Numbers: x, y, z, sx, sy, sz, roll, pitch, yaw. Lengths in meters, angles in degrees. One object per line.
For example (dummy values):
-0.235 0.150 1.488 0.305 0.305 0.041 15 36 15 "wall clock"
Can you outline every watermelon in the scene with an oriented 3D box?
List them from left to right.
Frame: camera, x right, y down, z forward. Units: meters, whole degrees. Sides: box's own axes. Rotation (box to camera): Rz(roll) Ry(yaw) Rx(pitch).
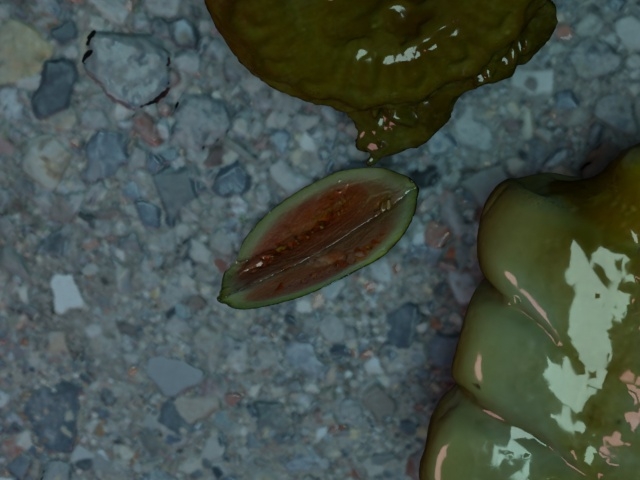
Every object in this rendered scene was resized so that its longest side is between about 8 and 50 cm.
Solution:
-0.004 -0.009 0.645 0.163 0.087 0.069 -29 70 8 "watermelon"

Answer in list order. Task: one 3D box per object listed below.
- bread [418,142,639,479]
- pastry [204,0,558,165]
0.238 0.090 0.591 0.300 0.210 0.341 10 97 22 "bread"
0.046 -0.199 0.550 0.240 0.132 0.235 -35 130 25 "pastry"
